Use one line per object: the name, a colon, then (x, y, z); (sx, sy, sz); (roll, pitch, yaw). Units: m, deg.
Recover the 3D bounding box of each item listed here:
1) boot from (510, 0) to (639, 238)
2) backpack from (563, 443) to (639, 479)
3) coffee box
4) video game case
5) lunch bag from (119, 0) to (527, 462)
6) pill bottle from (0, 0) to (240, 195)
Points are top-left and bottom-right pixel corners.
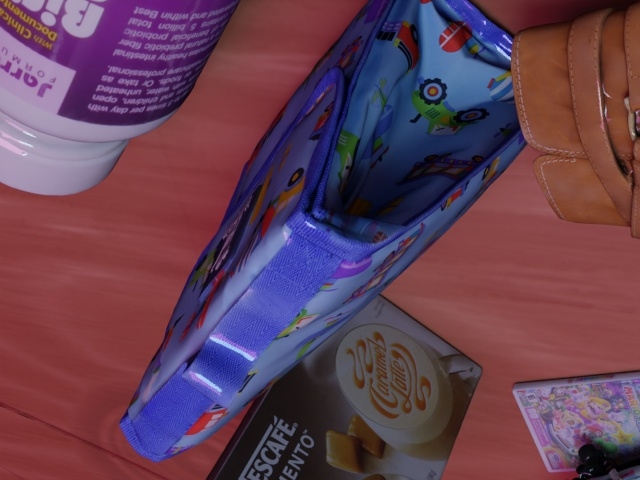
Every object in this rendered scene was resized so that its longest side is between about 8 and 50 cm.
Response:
boot: (0.200, -0.106, 0.524); (0.220, 0.109, 0.283); (13, 137, 40)
backpack: (0.275, 0.217, 0.757); (0.182, 0.115, 0.152); (-23, 119, 36)
coffee box: (0.008, 0.156, 0.765); (0.141, 0.246, 0.098); (35, 131, -1)
video game case: (0.217, 0.139, 0.806); (0.122, 0.011, 0.087); (-11, 117, 32)
lunch bag: (0.000, 0.000, 0.625); (0.138, 0.293, 0.221); (39, 131, -5)
pill bottle: (-0.135, -0.168, 0.652); (0.169, 0.169, 0.301); (35, 131, -1)
